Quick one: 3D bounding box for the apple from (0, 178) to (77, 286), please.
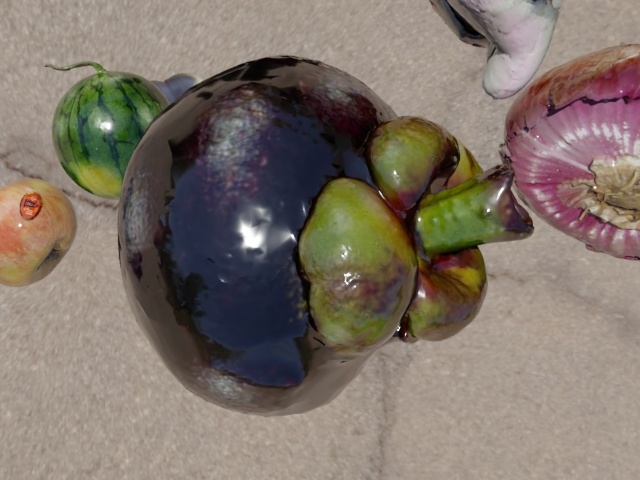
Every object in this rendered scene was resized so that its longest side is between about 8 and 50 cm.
[{"bbox_3d":[-0.564,-0.019,1.388,0.164,0.209,0.209,39,78,3],"label":"apple"}]

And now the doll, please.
[{"bbox_3d":[0.114,-0.185,0.506,0.095,0.192,0.149,-38,108,24],"label":"doll"}]

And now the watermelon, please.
[{"bbox_3d":[-0.334,-0.169,1.191,0.204,0.127,0.232,-4,112,-12],"label":"watermelon"}]

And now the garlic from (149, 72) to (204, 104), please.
[{"bbox_3d":[-0.331,-0.305,1.600,0.174,0.124,0.099,-17,55,-33],"label":"garlic"}]

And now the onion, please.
[{"bbox_3d":[0.280,-0.094,0.660,0.230,0.230,0.163,33,54,-15],"label":"onion"}]

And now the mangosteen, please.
[{"bbox_3d":[-0.003,-0.012,0.532,0.288,0.287,0.233,-22,74,-17],"label":"mangosteen"}]
